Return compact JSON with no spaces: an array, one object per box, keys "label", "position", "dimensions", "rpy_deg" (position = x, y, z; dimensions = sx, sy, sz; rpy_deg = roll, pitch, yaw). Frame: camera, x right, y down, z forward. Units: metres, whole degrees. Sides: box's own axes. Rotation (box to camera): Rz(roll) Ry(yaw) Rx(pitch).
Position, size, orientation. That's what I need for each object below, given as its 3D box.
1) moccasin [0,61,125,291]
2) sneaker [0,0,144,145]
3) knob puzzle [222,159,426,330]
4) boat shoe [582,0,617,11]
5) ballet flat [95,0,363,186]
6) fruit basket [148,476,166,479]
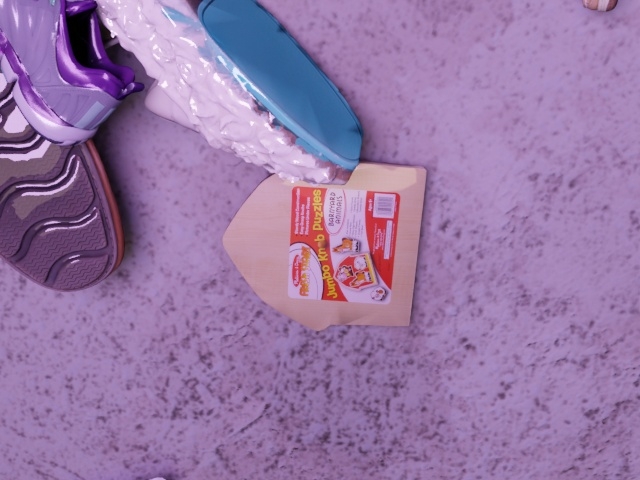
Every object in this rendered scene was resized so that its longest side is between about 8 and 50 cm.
[{"label":"moccasin","position":[-0.303,-0.124,0.690],"dimensions":[0.139,0.147,0.380],"rpy_deg":[-36,103,1]},{"label":"sneaker","position":[-0.222,-0.189,0.594],"dimensions":[0.098,0.083,0.223],"rpy_deg":[-29,100,27]},{"label":"knob puzzle","position":[0.000,0.000,0.770],"dimensions":[0.213,0.030,0.213],"rpy_deg":[1,113,3]},{"label":"boat shoe","position":[0.211,-0.283,0.629],"dimensions":[0.072,0.068,0.190],"rpy_deg":[-2,103,17]},{"label":"ballet flat","position":[-0.134,-0.189,0.660],"dimensions":[0.147,0.147,0.409],"rpy_deg":[-40,100,17]},{"label":"fruit basket","position":[-0.271,0.477,0.913],"dimensions":[0.327,0.165,0.353],"rpy_deg":[-16,107,10]}]
